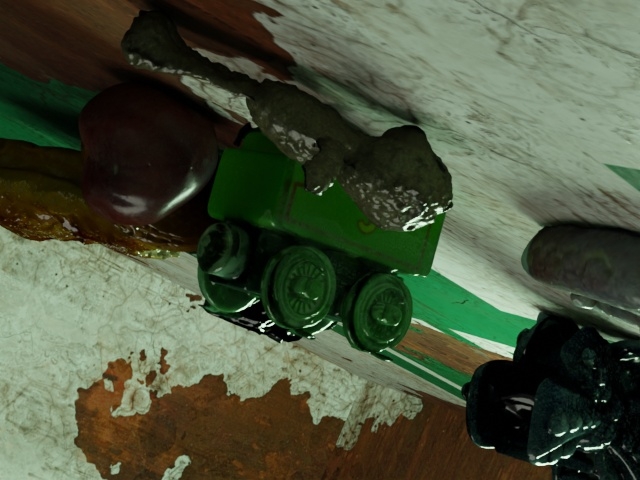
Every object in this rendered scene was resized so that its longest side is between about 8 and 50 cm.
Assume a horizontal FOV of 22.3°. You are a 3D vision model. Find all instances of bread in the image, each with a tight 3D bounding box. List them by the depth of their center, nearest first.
[{"bbox_3d":[-0.296,-0.040,2.102,0.380,0.109,0.185,12,160,42],"label":"bread"}]

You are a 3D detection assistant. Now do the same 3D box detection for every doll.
[{"bbox_3d":[-0.021,-0.103,1.369,0.286,0.091,0.202,31,-177,20],"label":"doll"}]

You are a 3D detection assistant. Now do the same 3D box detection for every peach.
[{"bbox_3d":[-0.179,-0.090,1.685,0.152,0.152,0.152,23,172,3],"label":"peach"}]

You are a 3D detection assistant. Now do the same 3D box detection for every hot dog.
[{"bbox_3d":[-0.184,-0.073,1.859,0.227,0.099,0.160,36,-149,-26],"label":"hot dog"}]

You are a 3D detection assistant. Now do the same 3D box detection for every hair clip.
[{"bbox_3d":[0.318,0.205,1.969,0.194,0.206,0.310,9,160,41],"label":"hair clip"}]

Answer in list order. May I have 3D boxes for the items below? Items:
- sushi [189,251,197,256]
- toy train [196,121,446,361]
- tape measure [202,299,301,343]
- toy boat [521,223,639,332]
[{"bbox_3d":[-0.164,-0.044,2.225,0.339,0.069,0.320,27,166,-9],"label":"sushi"},{"bbox_3d":[0.000,0.000,1.511,0.243,0.188,0.132,18,174,-41],"label":"toy train"},{"bbox_3d":[-0.048,0.016,1.835,0.112,0.186,0.199,26,177,12],"label":"tape measure"},{"bbox_3d":[0.277,0.051,1.483,0.155,0.085,0.227,28,171,-25],"label":"toy boat"}]
